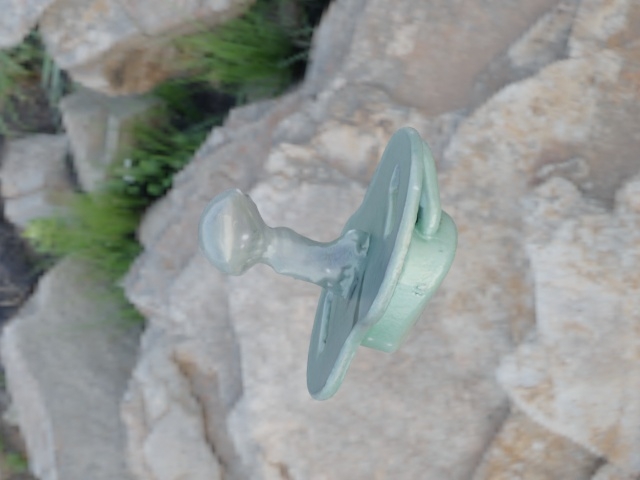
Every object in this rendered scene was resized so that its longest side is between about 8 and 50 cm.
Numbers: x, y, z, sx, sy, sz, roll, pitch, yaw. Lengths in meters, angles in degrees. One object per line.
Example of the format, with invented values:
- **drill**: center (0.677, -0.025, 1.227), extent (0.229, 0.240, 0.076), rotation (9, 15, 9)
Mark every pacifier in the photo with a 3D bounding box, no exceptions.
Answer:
- **pacifier**: center (0.000, 0.000, 0.765), extent (0.150, 0.116, 0.127), rotation (118, 167, -54)
